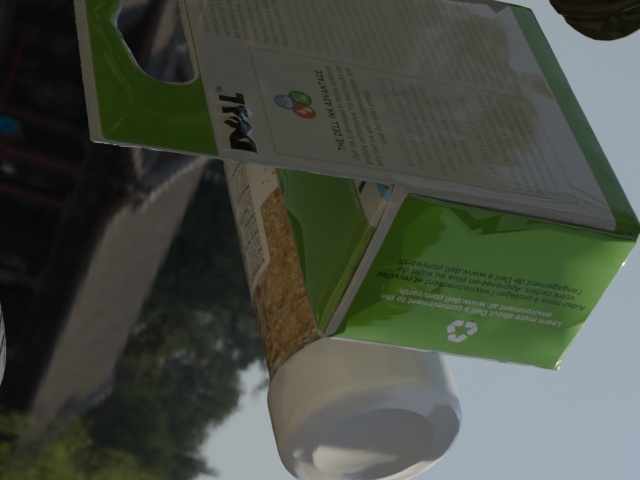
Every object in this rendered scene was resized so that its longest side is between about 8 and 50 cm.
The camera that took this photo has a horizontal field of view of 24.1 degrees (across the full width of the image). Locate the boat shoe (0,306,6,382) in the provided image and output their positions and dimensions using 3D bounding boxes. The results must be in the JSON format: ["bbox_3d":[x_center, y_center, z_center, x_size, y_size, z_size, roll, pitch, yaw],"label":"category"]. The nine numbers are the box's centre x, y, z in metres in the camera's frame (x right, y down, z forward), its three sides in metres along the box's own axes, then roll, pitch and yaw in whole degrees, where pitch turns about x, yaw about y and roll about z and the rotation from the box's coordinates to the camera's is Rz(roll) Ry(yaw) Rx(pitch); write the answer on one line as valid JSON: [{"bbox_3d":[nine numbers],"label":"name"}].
[{"bbox_3d":[-0.312,0.045,1.244,0.068,0.072,0.190,-90,175,-64],"label":"boat shoe"}]

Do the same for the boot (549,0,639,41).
[{"bbox_3d":[0.220,-0.289,1.023,0.269,0.089,0.236,-41,119,-49],"label":"boot"}]

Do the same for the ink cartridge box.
[{"bbox_3d":[-0.002,-0.049,0.716,0.189,0.255,0.097,-105,-149,-47],"label":"ink cartridge box"}]

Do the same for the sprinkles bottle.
[{"bbox_3d":[0.000,0.000,1.055,0.355,0.121,0.121,-105,-149,-41],"label":"sprinkles bottle"}]
